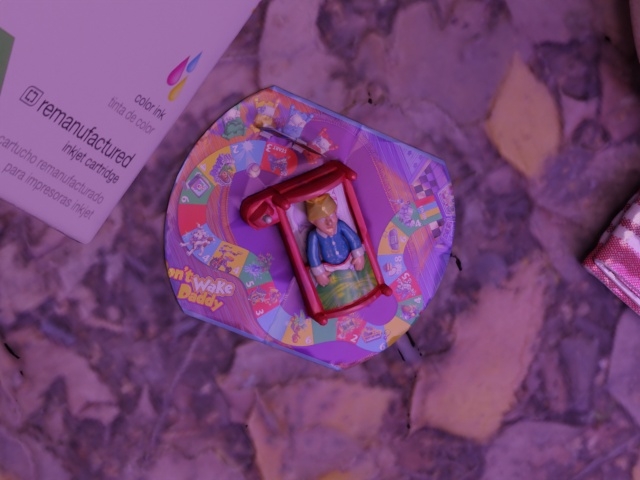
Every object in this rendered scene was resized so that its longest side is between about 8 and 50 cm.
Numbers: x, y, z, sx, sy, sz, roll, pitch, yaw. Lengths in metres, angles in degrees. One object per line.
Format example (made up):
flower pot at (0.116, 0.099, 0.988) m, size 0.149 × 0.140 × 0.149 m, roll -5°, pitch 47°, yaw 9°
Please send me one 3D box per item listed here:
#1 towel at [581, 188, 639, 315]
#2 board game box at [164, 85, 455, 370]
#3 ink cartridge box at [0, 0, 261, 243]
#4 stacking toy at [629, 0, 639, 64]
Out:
towel at (0.259, -0.023, 1.059) m, size 0.144 × 0.029 × 0.197 m, roll 39°, pitch 87°, yaw -23°
board game box at (0.000, 0.000, 0.970) m, size 0.168 × 0.033 × 0.133 m, roll 23°, pitch 95°, yaw -22°
ink cartridge box at (-0.109, -0.164, 0.798) m, size 0.278 × 0.117 × 0.201 m, roll -55°, pitch 150°, yaw 0°
stacking toy at (0.325, -0.119, 0.774) m, size 0.350 × 0.480 × 0.351 m, roll 1°, pitch 98°, yaw 5°
